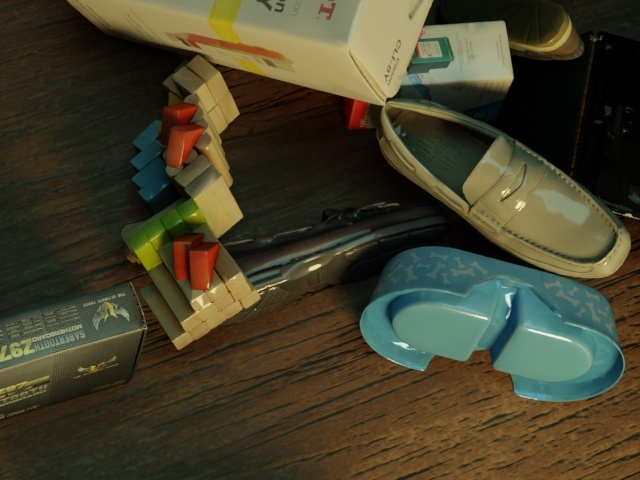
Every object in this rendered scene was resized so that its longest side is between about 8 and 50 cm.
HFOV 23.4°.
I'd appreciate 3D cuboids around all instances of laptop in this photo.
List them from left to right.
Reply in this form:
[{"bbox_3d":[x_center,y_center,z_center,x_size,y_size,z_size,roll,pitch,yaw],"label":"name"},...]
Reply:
[{"bbox_3d":[0.328,-0.114,1.835,0.264,0.136,0.234,15,66,-3],"label":"laptop"}]

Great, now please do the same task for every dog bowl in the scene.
[{"bbox_3d":[0.193,0.090,1.719,0.297,0.166,0.074,14,55,-5],"label":"dog bowl"}]

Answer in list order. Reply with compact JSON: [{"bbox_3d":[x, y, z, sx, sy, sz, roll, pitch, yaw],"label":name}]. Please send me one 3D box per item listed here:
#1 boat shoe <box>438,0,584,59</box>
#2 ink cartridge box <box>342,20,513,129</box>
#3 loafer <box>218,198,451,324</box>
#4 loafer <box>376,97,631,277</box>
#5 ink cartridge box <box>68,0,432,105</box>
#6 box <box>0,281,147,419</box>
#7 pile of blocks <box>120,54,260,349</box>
[{"bbox_3d":[0.231,-0.261,1.877,0.073,0.223,0.080,39,83,-38],"label":"boat shoe"},{"bbox_3d":[0.099,-0.191,1.817,0.231,0.134,0.078,-5,73,-4],"label":"ink cartridge box"},{"bbox_3d":[0.000,0.000,1.745,0.302,0.109,0.095,-20,69,-16],"label":"loafer"},{"bbox_3d":[0.194,-0.060,1.701,0.319,0.111,0.112,29,83,23],"label":"loafer"},{"bbox_3d":[-0.066,-0.343,1.723,0.384,0.160,0.279,16,79,23],"label":"ink cartridge box"},{"bbox_3d":[-0.301,0.127,1.583,0.232,0.183,0.059,-16,71,-18],"label":"box"},{"bbox_3d":[-0.164,-0.065,1.698,0.148,0.113,0.362,-13,55,8],"label":"pile of blocks"}]
